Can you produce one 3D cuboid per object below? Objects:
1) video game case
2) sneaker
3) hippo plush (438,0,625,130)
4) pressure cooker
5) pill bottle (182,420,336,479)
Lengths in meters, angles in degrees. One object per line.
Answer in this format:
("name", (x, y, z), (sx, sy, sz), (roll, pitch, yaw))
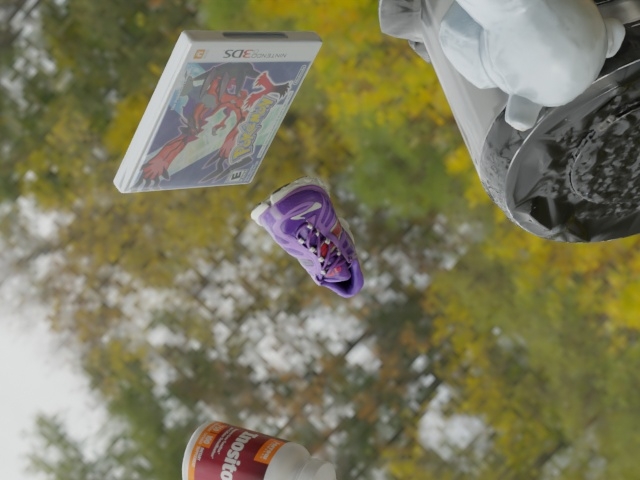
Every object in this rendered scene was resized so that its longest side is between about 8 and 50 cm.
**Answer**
("video game case", (-0.107, -0.136, 1.713), (0.183, 0.201, 0.023), (-7, -133, -43))
("sneaker", (0.000, 0.000, 1.435), (0.170, 0.068, 0.071), (41, -164, -56))
("hippo plush", (0.188, -0.249, 1.451), (0.236, 0.234, 0.294), (51, 166, -31))
("pressure cooker", (0.290, -0.254, 1.822), (0.370, 0.375, 0.420), (17, -137, -41))
("pill bottle", (-0.064, 0.249, 1.732), (0.152, 0.086, 0.086), (11, 176, 27))
